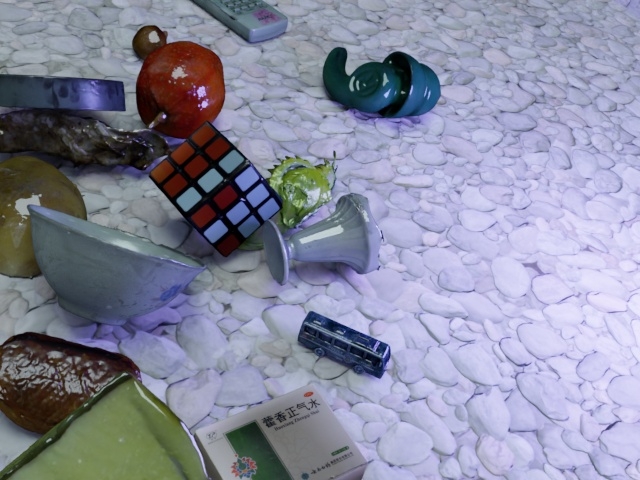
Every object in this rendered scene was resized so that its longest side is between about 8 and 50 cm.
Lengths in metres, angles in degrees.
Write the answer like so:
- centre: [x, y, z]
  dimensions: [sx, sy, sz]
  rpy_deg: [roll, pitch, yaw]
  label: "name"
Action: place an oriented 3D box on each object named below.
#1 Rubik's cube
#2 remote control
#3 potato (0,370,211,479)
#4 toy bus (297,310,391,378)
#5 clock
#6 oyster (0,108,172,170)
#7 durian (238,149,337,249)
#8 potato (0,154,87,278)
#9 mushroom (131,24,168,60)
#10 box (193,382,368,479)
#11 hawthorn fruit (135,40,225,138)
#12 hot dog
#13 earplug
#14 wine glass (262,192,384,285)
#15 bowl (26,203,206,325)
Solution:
- centre: [-0.195, -0.097, 1.532]
  dimensions: [0.163, 0.162, 0.160]
  rpy_deg: [-42, 52, -6]
  label: "Rubik's cube"
- centre: [-0.247, -0.655, 2.235]
  dimensions: [0.344, 0.050, 0.145]
  rpy_deg: [39, 48, 25]
  label: "remote control"
- centre: [-0.294, 0.373, 1.062]
  dimensions: [0.330, 0.213, 0.280]
  rpy_deg: [-41, 90, -19]
  label: "potato"
- centre: [0.042, 0.183, 1.424]
  dimensions: [0.166, 0.065, 0.047]
  rpy_deg: [23, 42, 10]
  label: "toy bus"
- centre: [-0.557, -0.299, 1.644]
  dimensions: [0.319, 0.066, 0.319]
  rpy_deg: [2, 10, 0]
  label: "clock"
- centre: [-0.509, -0.210, 1.663]
  dimensions: [0.396, 0.111, 0.204]
  rpy_deg: [6, 10, -17]
  label: "oyster"
- centre: [-0.051, -0.100, 1.669]
  dimensions: [0.132, 0.106, 0.375]
  rpy_deg: [37, 51, 15]
  label: "durian"
- centre: [-0.558, -0.070, 1.499]
  dimensions: [0.239, 0.116, 0.299]
  rpy_deg: [-12, 47, -20]
  label: "potato"
- centre: [-0.417, -0.500, 2.011]
  dimensions: [0.088, 0.073, 0.129]
  rpy_deg: [-8, 36, 20]
  label: "mushroom"
- centre: [-0.065, 0.332, 1.220]
  dimensions: [0.212, 0.095, 0.168]
  rpy_deg: [-17, 49, -30]
  label: "box"
- centre: [-0.309, -0.311, 1.753]
  dimensions: [0.205, 0.205, 0.253]
  rpy_deg: [15, 48, 1]
  label: "hawthorn fruit"
- centre: [-0.388, 0.217, 1.246]
  dimensions: [0.227, 0.099, 0.160]
  rpy_deg: [14, 43, -2]
  label: "hot dog"
- centre: [0.159, -0.386, 2.020]
  dimensions: [0.280, 0.164, 0.257]
  rpy_deg: [9, 5, -23]
  label: "earplug"
- centre: [0.000, 0.000, 1.541]
  dimensions: [0.196, 0.165, 0.165]
  rpy_deg: [-10, 48, -20]
  label: "wine glass"
- centre: [-0.360, 0.058, 1.360]
  dimensions: [0.313, 0.146, 0.313]
  rpy_deg: [19, -1, 0]
  label: "bowl"
